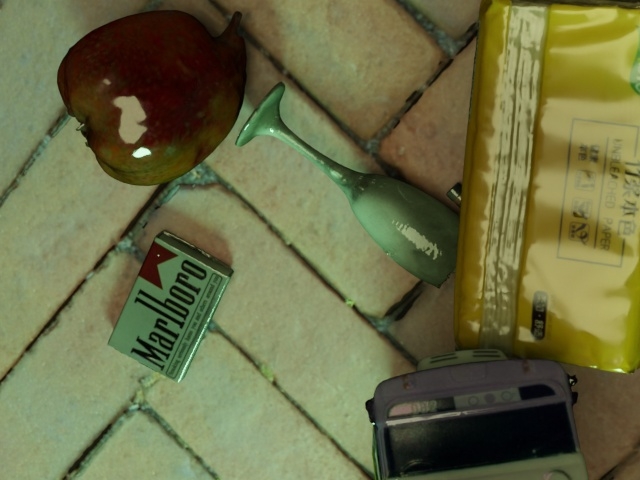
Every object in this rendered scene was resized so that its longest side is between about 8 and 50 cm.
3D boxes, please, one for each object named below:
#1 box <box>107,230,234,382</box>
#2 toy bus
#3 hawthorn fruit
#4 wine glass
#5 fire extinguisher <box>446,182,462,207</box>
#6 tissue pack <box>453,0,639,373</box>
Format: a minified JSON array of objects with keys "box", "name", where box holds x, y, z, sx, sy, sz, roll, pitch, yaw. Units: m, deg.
[{"box":[-0.200,0.090,1.736,0.115,0.036,0.178,29,111,6],"name":"box"},{"box":[0.163,0.271,1.417,0.209,0.440,0.249,-7,73,1],"name":"toy bus"},{"box":[-0.187,-0.191,1.579,0.248,0.208,0.208,-34,94,-3],"name":"hawthorn fruit"},{"box":[0.000,0.000,1.623,0.309,0.096,0.264,37,109,2],"name":"wine glass"},{"box":[0.193,-0.037,1.602,0.083,0.022,0.028,44,81,0],"name":"fire extinguisher"},{"box":[0.280,-0.083,1.419,0.228,0.293,0.382,9,107,14],"name":"tissue pack"}]
